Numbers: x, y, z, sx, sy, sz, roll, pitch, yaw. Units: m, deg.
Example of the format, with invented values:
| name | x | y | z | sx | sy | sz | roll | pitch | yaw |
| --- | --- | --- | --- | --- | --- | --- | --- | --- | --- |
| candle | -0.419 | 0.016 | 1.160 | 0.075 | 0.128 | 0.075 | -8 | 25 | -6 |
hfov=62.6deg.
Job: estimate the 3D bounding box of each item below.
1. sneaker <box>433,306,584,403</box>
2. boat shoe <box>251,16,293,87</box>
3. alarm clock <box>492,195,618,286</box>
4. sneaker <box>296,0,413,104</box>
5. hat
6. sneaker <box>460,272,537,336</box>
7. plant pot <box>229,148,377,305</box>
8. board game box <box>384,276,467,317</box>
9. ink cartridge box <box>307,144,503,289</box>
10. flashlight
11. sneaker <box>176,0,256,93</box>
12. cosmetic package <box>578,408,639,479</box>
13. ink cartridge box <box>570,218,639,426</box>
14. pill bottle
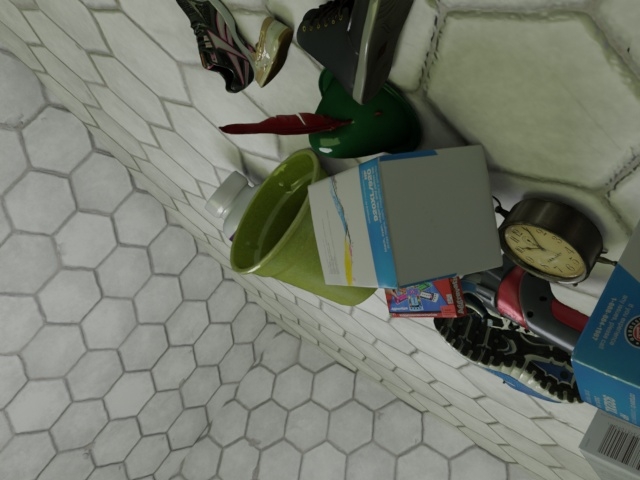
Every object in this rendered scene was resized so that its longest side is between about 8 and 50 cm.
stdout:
| name | x | y | z | sx | sy | sz | roll | pitch | yaw |
| --- | --- | --- | --- | --- | --- | --- | --- | --- | --- |
| sneaker | 0.384 | 0.247 | 1.103 | 0.330 | 0.130 | 0.147 | 30 | 159 | 20 |
| boat shoe | -0.078 | -0.283 | 0.792 | 0.045 | 0.050 | 0.135 | 41 | 152 | -2 |
| alarm clock | 0.296 | -0.012 | 0.720 | 0.192 | 0.064 | 0.129 | 33 | 162 | 7 |
| sneaker | 0.028 | -0.254 | 0.597 | 0.118 | 0.083 | 0.222 | 39 | 161 | 9 |
| hat | 0.011 | -0.133 | 0.764 | 0.208 | 0.183 | 0.173 | 30 | 161 | 22 |
| sneaker | 0.352 | 0.138 | 0.962 | 0.237 | 0.086 | 0.085 | 25 | 157 | 31 |
| plant pot | 0.000 | 0.000 | 1.062 | 0.254 | 0.276 | 0.276 | 32 | 166 | -25 |
| board game box | 0.198 | 0.085 | 1.077 | 0.281 | 0.027 | 0.145 | 154 | 107 | -70 |
| ink cartridge box | 0.110 | -0.028 | 0.768 | 0.232 | 0.171 | 0.168 | 172 | 88 | -66 |
| flashlight | 0.367 | 0.113 | 0.757 | 0.304 | 0.103 | 0.103 | 31 | 131 | 54 |
| sneaker | -0.167 | -0.312 | 0.834 | 0.178 | 0.077 | 0.072 | 47 | 159 | -26 |
| cosmetic package | 0.623 | 0.406 | 1.004 | 0.184 | 0.151 | 0.151 | 48 | 160 | -30 |
| ink cartridge box | 0.435 | 0.104 | 0.482 | 0.307 | 0.223 | 0.129 | 21 | 157 | 41 |
| pill bottle | -0.136 | -0.034 | 1.326 | 0.301 | 0.169 | 0.169 | 39 | 163 | -7 |
